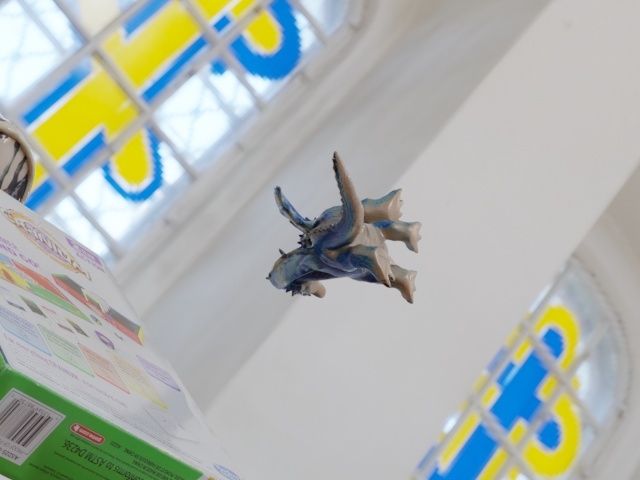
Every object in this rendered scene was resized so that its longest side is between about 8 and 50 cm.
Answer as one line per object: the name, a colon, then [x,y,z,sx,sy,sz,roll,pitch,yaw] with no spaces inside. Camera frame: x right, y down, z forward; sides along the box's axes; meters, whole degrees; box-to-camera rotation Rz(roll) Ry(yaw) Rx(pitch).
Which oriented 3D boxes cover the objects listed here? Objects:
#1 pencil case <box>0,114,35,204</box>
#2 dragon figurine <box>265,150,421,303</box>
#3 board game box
pencil case: [-0.510,-0.135,1.768,0.410,0.183,0.160,35,-8,42]
dragon figurine: [0.000,0.000,1.247,0.144,0.085,0.289,2,-11,16]
board game box: [-0.197,0.063,1.019,0.242,0.064,0.316,38,8,-42]
